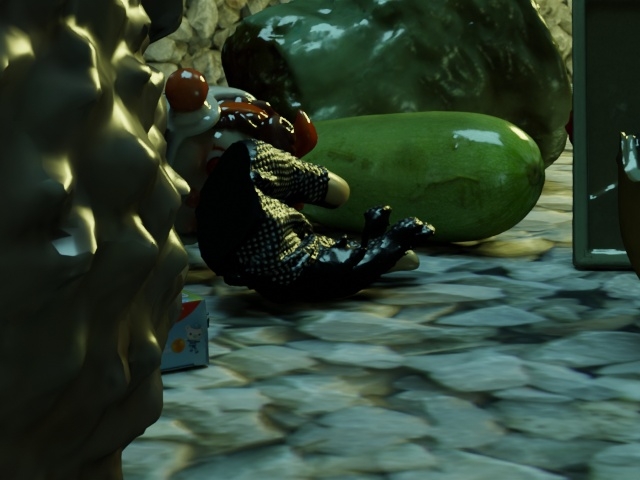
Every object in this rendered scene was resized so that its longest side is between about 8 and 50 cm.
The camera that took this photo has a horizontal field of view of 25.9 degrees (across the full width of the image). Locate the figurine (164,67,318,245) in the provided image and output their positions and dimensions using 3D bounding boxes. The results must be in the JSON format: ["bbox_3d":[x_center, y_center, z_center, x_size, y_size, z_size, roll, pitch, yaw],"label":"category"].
[{"bbox_3d":[-0.110,-0.056,1.105,0.226,0.183,0.160,1,13,-22],"label":"figurine"}]

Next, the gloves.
[{"bbox_3d":[-0.001,0.003,1.047,0.181,0.106,0.129,27,3,-33],"label":"gloves"}]

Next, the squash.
[{"bbox_3d":[0.042,-0.060,1.291,0.371,0.118,0.118,4,11,41],"label":"squash"}]

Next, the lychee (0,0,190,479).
[{"bbox_3d":[-0.230,-0.013,0.407,0.432,0.380,0.380,-25,18,-19],"label":"lychee"}]

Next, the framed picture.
[{"bbox_3d":[0.363,-0.094,1.113,0.324,0.240,0.020,-1,-7,8],"label":"framed picture"}]

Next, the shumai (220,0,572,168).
[{"bbox_3d":[0.064,-0.184,1.580,0.323,0.397,0.324,-37,1,-17],"label":"shumai"}]

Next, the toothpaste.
[{"bbox_3d":[-0.144,0.046,0.910,0.070,0.044,0.193,-8,12,-28],"label":"toothpaste"}]

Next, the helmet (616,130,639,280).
[{"bbox_3d":[0.283,0.005,0.854,0.198,0.130,0.224,-11,23,-26],"label":"helmet"}]

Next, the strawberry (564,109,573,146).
[{"bbox_3d":[0.340,-0.129,1.227,0.253,0.280,0.150,-9,7,6],"label":"strawberry"}]
